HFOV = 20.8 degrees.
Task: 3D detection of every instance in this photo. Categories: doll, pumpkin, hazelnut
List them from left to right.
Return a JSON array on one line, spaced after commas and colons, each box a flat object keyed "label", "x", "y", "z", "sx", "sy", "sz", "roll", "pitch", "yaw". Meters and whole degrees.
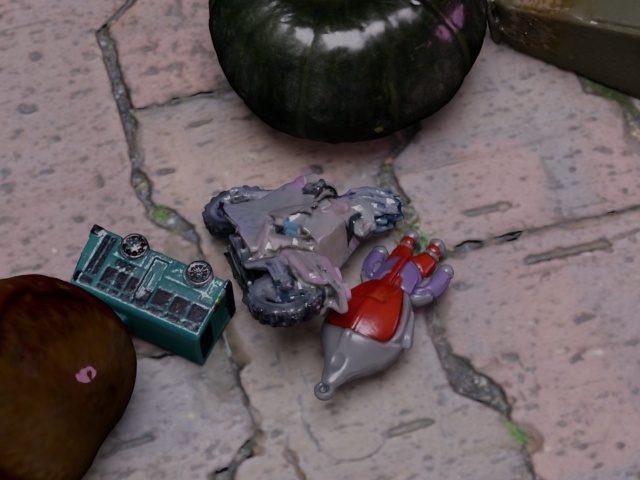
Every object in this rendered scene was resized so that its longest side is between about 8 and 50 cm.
[{"label": "hazelnut", "x": -0.293, "y": 0.134, "z": 1.681, "sx": 0.229, "sy": 0.229, "sz": 0.229, "roll": -1, "pitch": 62, "yaw": 2}, {"label": "pumpkin", "x": 0.030, "y": -0.250, "z": 1.857, "sx": 0.300, "sy": 0.207, "sz": 0.300, "roll": -1, "pitch": 61, "yaw": 2}, {"label": "doll", "x": 0.055, "y": 0.076, "z": 1.758, "sx": 0.102, "sy": 0.075, "sz": 0.227, "roll": 15, "pitch": 53, "yaw": 26}]

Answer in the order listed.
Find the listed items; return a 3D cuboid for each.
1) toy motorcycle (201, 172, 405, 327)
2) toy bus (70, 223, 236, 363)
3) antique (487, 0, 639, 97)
[{"label": "toy motorcycle", "x": -0.001, "y": -0.005, "z": 1.773, "sx": 0.204, "sy": 0.108, "sz": 0.239, "roll": -15, "pitch": 50, "yaw": -11}, {"label": "toy bus", "x": -0.175, "y": 0.055, "z": 1.776, "sx": 0.160, "sy": 0.079, "sz": 0.092, "roll": 23, "pitch": 66, "yaw": 12}, {"label": "antique", "x": 0.314, "y": -0.252, "z": 1.898, "sx": 0.284, "sy": 0.150, "sz": 0.125, "roll": 19, "pitch": 65, "yaw": 21}]
